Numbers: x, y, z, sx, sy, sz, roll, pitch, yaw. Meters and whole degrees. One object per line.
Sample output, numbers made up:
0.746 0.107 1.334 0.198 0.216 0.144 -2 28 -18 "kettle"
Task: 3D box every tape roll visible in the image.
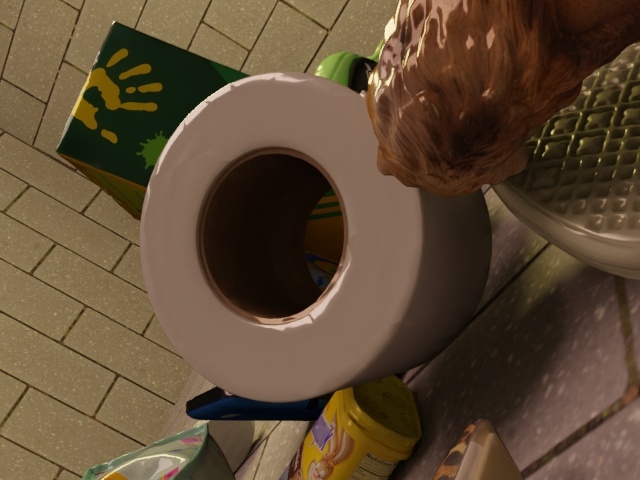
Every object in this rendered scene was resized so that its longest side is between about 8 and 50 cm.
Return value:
0.000 0.000 0.636 0.246 0.246 0.169 -58 -25 13 "tape roll"

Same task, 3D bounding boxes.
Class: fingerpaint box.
-0.078 -0.066 0.995 0.445 0.371 0.163 108 -176 -82 "fingerpaint box"

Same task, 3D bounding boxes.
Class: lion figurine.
0.204 -0.158 0.415 0.392 0.142 0.240 -8 64 35 "lion figurine"

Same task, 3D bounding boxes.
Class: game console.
-0.017 0.126 0.937 0.293 0.250 0.173 138 134 -66 "game console"

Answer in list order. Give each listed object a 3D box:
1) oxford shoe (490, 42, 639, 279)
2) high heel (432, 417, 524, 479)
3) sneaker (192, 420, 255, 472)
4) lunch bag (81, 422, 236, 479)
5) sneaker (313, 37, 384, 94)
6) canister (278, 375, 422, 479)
0.192 -0.089 0.613 0.169 0.130 0.449 -29 27 5 "oxford shoe"
0.038 0.234 0.416 0.186 0.093 0.261 -43 26 42 "high heel"
-0.196 0.356 1.384 0.292 0.108 0.169 -56 11 28 "sneaker"
-0.124 0.296 0.664 0.160 0.223 0.262 -19 -1 -10 "lunch bag"
0.143 -0.208 1.177 0.483 0.202 0.185 -42 -22 -52 "sneaker"
0.017 0.212 0.729 0.169 0.073 0.126 -59 7 13 "canister"
